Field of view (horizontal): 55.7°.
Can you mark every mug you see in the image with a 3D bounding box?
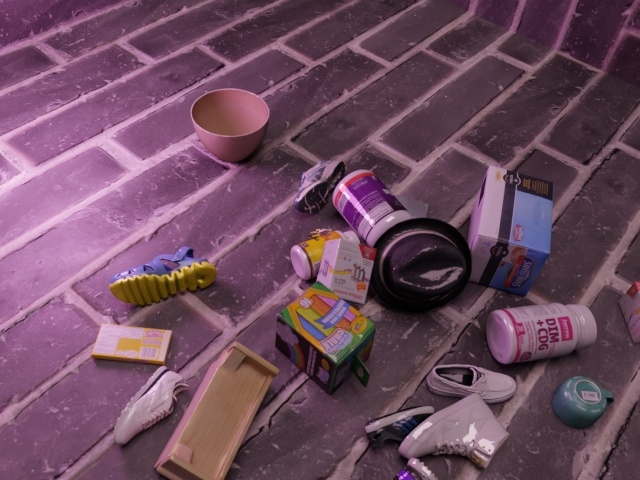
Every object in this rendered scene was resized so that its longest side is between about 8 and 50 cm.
[{"bbox_3d":[0.739,0.440,1.701,0.157,0.097,0.129,-33,59,-29],"label":"mug"}]

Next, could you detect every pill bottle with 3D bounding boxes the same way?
[{"bbox_3d":[0.191,-0.080,2.043,0.181,0.182,0.323,-22,55,-23],"label":"pill bottle"},{"bbox_3d":[0.655,0.270,1.799,0.282,0.160,0.160,-6,50,-11],"label":"pill bottle"},{"bbox_3d":[0.020,0.040,1.960,0.214,0.117,0.117,-20,54,-22],"label":"pill bottle"}]

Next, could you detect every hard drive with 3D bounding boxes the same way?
[{"bbox_3d":[0.320,-0.113,2.192,0.135,0.022,0.094,16,49,7],"label":"hard drive"}]

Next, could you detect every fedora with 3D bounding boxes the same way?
[{"bbox_3d":[0.316,0.081,1.837,0.333,0.152,0.334,0,92,-6],"label":"fedora"}]

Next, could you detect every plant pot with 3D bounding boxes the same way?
[{"bbox_3d":[-0.333,-0.405,2.265,0.283,0.191,0.284,3,48,-3],"label":"plant pot"}]

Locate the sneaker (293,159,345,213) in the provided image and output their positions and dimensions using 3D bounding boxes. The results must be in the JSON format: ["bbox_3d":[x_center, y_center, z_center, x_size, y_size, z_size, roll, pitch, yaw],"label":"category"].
[{"bbox_3d":[-0.025,-0.195,2.193,0.122,0.110,0.283,15,44,30],"label":"sneaker"}]

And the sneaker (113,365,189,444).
[{"bbox_3d":[-0.444,0.440,1.586,0.094,0.090,0.235,30,53,7],"label":"sneaker"}]

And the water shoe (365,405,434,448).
[{"bbox_3d":[0.217,0.500,1.625,0.203,0.073,0.080,-12,78,-16],"label":"water shoe"}]

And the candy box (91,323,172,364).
[{"bbox_3d":[-0.537,0.297,1.734,0.205,0.027,0.105,6,46,-1],"label":"candy box"}]

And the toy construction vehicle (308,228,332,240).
[{"bbox_3d":[0.000,0.000,2.048,0.098,0.035,0.086,-8,50,-13],"label":"toy construction vehicle"}]

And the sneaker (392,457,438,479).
[{"bbox_3d":[0.278,0.679,1.450,0.146,0.102,0.293,-36,58,-23],"label":"sneaker"}]

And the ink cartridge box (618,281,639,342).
[{"bbox_3d":[1.017,0.242,1.894,0.067,0.115,0.198,4,48,-4],"label":"ink cartridge box"}]

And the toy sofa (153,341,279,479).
[{"bbox_3d":[-0.264,0.461,1.562,0.150,0.177,0.363,34,49,-9],"label":"toy sofa"}]

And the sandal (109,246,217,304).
[{"bbox_3d":[-0.488,0.102,1.859,0.317,0.126,0.138,-11,47,-26],"label":"sandal"}]

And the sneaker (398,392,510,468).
[{"bbox_3d":[0.360,0.528,1.577,0.292,0.108,0.169,-21,51,-25],"label":"sneaker"}]

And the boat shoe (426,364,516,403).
[{"bbox_3d":[0.434,0.399,1.712,0.257,0.084,0.095,1,48,-5],"label":"boat shoe"}]

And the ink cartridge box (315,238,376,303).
[{"bbox_3d":[0.074,0.097,1.845,0.128,0.127,0.176,16,82,-19],"label":"ink cartridge box"}]

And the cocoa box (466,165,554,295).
[{"bbox_3d":[0.624,-0.036,2.017,0.227,0.232,0.347,16,49,7],"label":"cocoa box"}]

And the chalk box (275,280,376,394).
[{"bbox_3d":[0.036,0.290,1.704,0.289,0.180,0.179,36,55,22],"label":"chalk box"}]
